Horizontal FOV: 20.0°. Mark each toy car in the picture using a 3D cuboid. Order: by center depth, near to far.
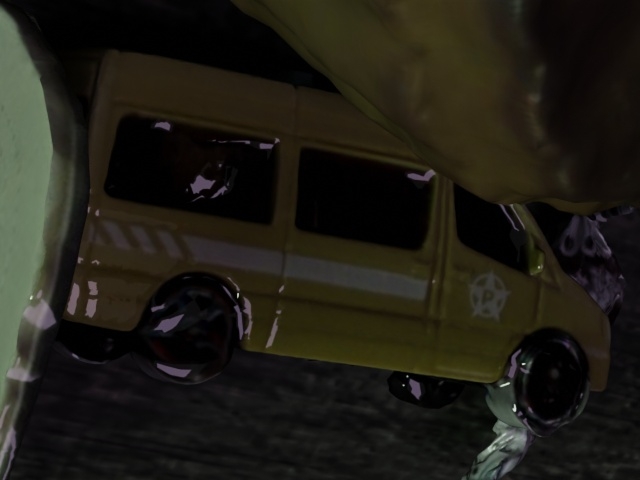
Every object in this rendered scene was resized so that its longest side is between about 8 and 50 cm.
[{"bbox_3d":[0.000,0.000,0.710,0.256,0.101,0.124,10,89,-31],"label":"toy car"}]

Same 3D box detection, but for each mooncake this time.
[{"bbox_3d":[0.103,-0.163,0.545,0.324,0.187,0.324,-31,147,-24],"label":"mooncake"}]

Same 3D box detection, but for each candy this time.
[{"bbox_3d":[0.115,0.026,0.825,0.094,0.051,0.226,-7,127,-47],"label":"candy"}]

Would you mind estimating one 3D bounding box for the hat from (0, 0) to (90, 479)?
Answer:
[{"bbox_3d":[-0.203,0.035,0.634,0.258,0.168,0.301,25,88,-1],"label":"hat"}]
